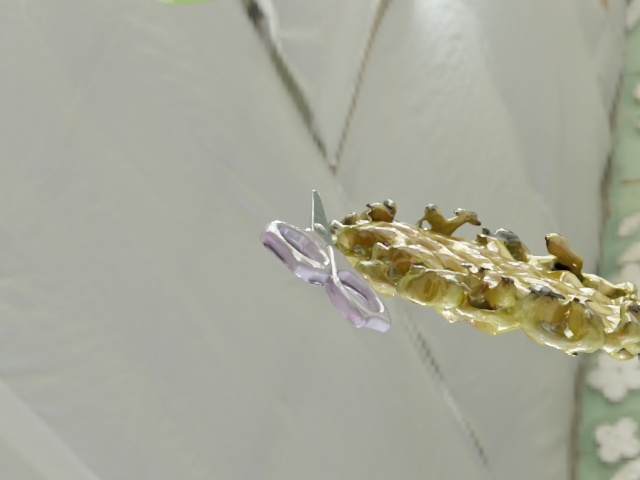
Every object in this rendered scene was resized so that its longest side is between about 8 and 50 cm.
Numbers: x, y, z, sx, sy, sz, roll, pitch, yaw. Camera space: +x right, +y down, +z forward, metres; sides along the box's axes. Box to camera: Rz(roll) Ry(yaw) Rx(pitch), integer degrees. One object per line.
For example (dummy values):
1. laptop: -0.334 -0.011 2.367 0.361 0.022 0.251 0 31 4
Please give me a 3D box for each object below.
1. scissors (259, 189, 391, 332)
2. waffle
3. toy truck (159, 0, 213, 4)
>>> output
1. scissors: 0.000 0.000 0.894 0.100 0.015 0.189 38 -167 -16
2. waffle: 0.135 0.027 1.030 0.280 0.262 0.060 -22 -48 -73
3. toy truck: -0.036 -0.237 0.776 0.148 0.210 0.187 85 173 -68
